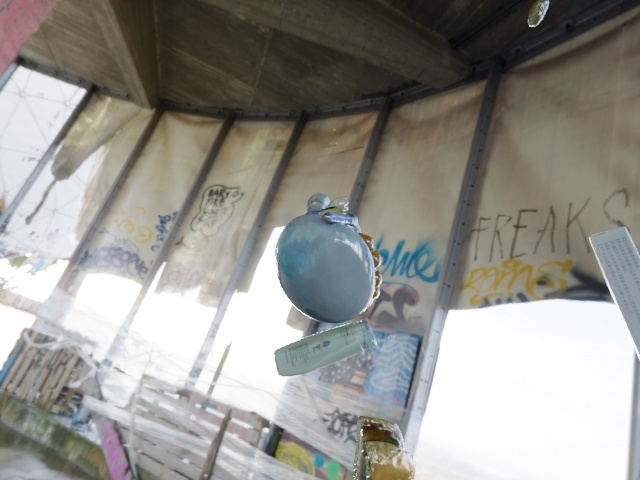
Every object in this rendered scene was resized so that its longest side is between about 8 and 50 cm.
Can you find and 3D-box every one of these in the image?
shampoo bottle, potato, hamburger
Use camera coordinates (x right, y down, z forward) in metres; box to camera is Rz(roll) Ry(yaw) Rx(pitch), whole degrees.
[{"bbox_3d":[0.009,0.223,0.841,0.213,0.072,0.049,-23,-38,4],"label":"shampoo bottle"},{"bbox_3d":[0.619,-0.655,1.149,0.047,0.092,0.045,31,-4,-38],"label":"potato"},{"bbox_3d":[0.127,0.488,0.809,0.131,0.261,0.124,0,22,-6],"label":"hamburger"}]

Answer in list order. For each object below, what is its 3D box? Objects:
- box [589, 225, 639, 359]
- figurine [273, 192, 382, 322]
[{"bbox_3d":[0.610,0.160,0.754,0.065,0.343,0.200,-24,-28,31],"label":"box"},{"bbox_3d":[0.007,0.027,0.878,0.205,0.224,0.382,-15,13,1],"label":"figurine"}]
